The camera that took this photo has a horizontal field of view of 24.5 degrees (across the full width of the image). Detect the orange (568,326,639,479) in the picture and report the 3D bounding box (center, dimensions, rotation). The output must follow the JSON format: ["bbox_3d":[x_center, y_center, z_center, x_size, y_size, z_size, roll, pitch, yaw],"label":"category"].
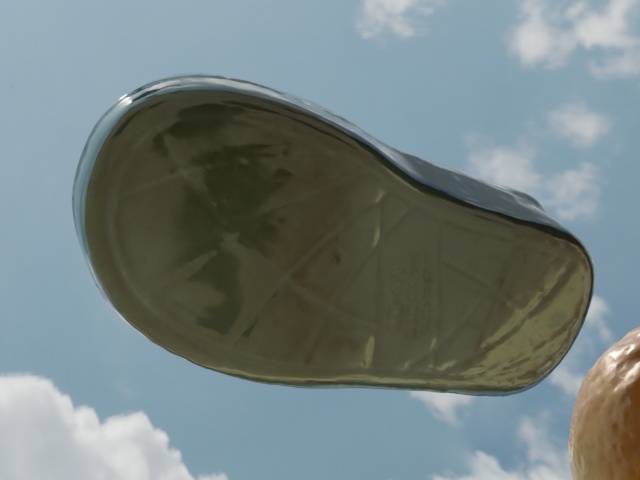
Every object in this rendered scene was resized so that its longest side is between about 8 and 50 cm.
[{"bbox_3d":[0.244,0.130,0.915,0.177,0.155,0.178,7,-116,-15],"label":"orange"}]

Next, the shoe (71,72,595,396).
[{"bbox_3d":[0.000,0.000,0.449,0.195,0.078,0.079,15,-83,-38],"label":"shoe"}]
